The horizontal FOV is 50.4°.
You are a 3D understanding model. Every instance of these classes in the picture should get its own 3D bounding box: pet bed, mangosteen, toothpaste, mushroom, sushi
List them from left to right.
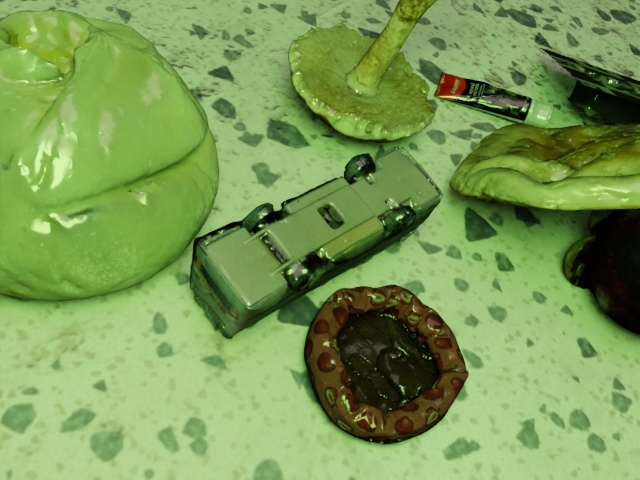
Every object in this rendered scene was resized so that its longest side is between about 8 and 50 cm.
[{"bbox_3d":[0.088,-0.299,0.983,0.232,0.302,0.208,12,17,-24],"label":"mushroom"},{"bbox_3d":[0.074,0.135,0.784,0.201,0.053,0.201,12,47,-13],"label":"pet bed"},{"bbox_3d":[0.288,-0.234,1.140,0.193,0.045,0.071,20,50,6],"label":"toothpaste"},{"bbox_3d":[0.553,-0.196,1.155,0.372,0.100,0.296,17,27,-5],"label":"sushi"},{"bbox_3d":[0.445,0.029,0.892,0.209,0.210,0.210,8,52,-11],"label":"mangosteen"}]

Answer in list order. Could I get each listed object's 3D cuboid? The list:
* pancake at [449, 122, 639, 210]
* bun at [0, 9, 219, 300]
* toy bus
[{"bbox_3d":[0.373,-0.110,0.941,0.386,0.082,0.387,-5,17,2],"label":"pancake"},{"bbox_3d":[-0.289,-0.116,0.757,0.364,0.219,0.365,6,55,-9],"label":"bun"},{"bbox_3d":[0.000,0.000,0.814,0.316,0.138,0.112,-26,70,-32],"label":"toy bus"}]
